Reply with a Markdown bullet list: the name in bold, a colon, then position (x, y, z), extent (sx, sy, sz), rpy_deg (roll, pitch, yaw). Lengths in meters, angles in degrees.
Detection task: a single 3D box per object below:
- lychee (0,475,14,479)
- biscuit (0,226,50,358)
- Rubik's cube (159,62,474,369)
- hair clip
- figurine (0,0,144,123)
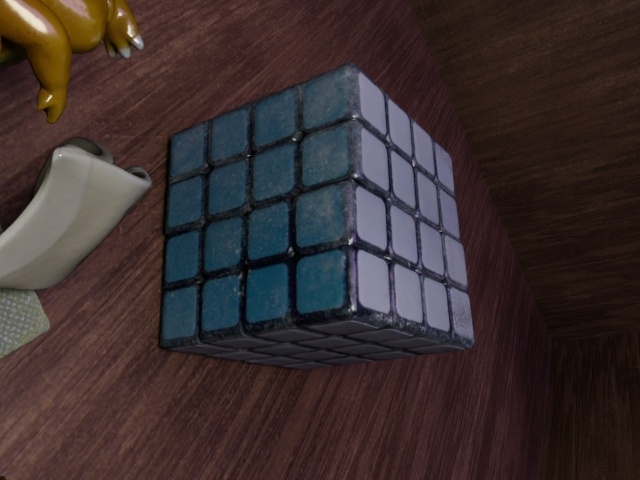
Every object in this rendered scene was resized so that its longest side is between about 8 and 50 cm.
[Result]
- **lychee**: position (-0.315, 0.290, 0.444), extent (0.267, 0.267, 0.268), rpy_deg (27, 57, -50)
- **biscuit**: position (-0.371, 0.031, 0.638), extent (0.121, 0.040, 0.200), rpy_deg (-39, 110, -54)
- **Rubik's cube**: position (0.000, 0.000, 0.934), extent (0.343, 0.344, 0.338), rpy_deg (23, 58, -50)
- **hair clip**: position (-0.269, -0.036, 0.686), extent (0.113, 0.172, 0.282), rpy_deg (41, 8, -22)
- **figurine**: position (-0.372, -0.220, 0.524), extent (0.387, 0.400, 0.268), rpy_deg (-39, 150, -57)
